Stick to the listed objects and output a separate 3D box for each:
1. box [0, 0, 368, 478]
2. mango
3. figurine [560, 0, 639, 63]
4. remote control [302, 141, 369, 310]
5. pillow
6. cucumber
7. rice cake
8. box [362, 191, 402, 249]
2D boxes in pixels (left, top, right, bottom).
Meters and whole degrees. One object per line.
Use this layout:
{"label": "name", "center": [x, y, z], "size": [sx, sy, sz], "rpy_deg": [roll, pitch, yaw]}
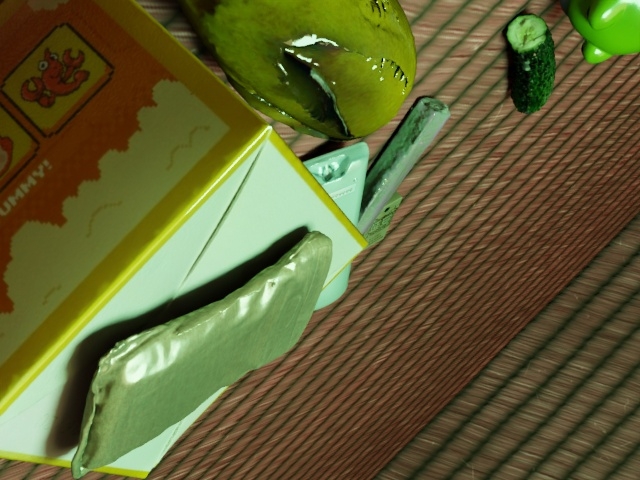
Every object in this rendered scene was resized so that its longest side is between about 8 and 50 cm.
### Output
{"label": "box", "center": [-0.149, -0.005, 0.791], "size": [0.259, 0.214, 0.283], "rpy_deg": [-47, 161, -1]}
{"label": "mango", "center": [-0.020, -0.155, 0.855], "size": [0.156, 0.151, 0.249], "rpy_deg": [-9, 167, 29]}
{"label": "figurine", "center": [0.379, -0.326, 1.310], "size": [0.263, 0.143, 0.162], "rpy_deg": [-52, 167, -10]}
{"label": "remote control", "center": [0.000, -0.001, 1.299], "size": [0.103, 0.051, 0.293], "rpy_deg": [-21, 150, -16]}
{"label": "pillow", "center": [-0.072, 0.072, 0.737], "size": [0.211, 0.034, 0.135], "rpy_deg": [-30, 151, -41]}
{"label": "cucumber", "center": [0.258, -0.215, 1.393], "size": [0.058, 0.058, 0.187], "rpy_deg": [-43, 161, -4]}
{"label": "rice cake", "center": [0.082, -0.081, 1.340], "size": [0.047, 0.036, 0.206], "rpy_deg": [2, 132, -46]}
{"label": "box", "center": [0.067, -0.025, 1.438], "size": [0.053, 0.024, 0.083], "rpy_deg": [-30, 157, -35]}
